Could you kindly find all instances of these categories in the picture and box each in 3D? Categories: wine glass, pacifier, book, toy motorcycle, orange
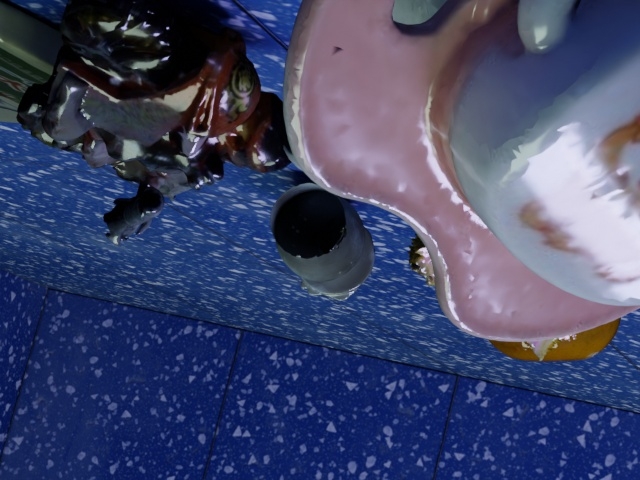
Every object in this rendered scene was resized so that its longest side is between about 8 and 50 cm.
[{"bbox_3d":[0.000,0.000,1.870,0.103,0.103,0.222,12,171,11],"label":"wine glass"},{"bbox_3d":[0.110,-0.083,0.803,0.273,0.220,0.332,7,155,39],"label":"pacifier"},{"bbox_3d":[-0.330,-0.164,1.571,0.371,0.043,0.260,6,167,44],"label":"book"},{"bbox_3d":[-0.138,-0.090,1.360,0.207,0.134,0.401,22,157,-13],"label":"toy motorcycle"},{"bbox_3d":[0.252,0.071,1.858,0.156,0.124,0.156,-4,176,0],"label":"orange"}]

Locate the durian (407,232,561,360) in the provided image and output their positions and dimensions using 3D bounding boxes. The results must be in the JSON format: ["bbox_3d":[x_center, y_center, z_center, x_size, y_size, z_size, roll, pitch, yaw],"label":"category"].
[{"bbox_3d":[0.176,0.020,1.635,0.182,0.132,0.165,26,159,-2],"label":"durian"}]
